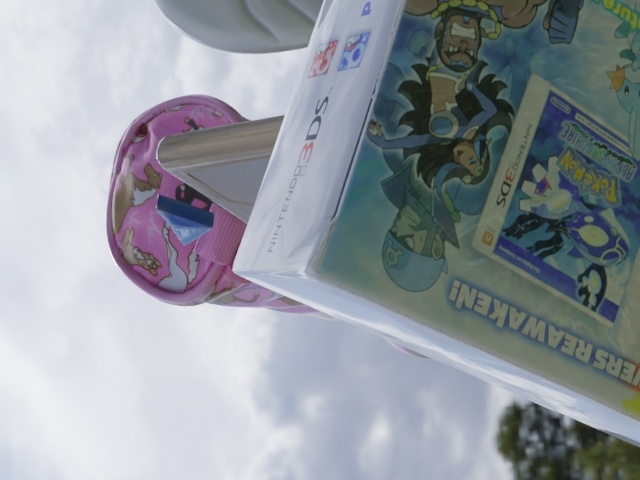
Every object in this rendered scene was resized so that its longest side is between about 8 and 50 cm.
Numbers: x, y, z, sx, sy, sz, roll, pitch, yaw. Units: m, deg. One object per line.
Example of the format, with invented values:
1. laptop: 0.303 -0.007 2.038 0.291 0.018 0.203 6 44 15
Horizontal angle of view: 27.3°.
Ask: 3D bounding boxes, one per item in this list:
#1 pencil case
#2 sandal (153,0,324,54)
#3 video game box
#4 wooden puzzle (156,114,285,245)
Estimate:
1. pencil case: 0.000 0.000 1.073 0.386 0.167 0.160 18 -111 -51
2. sandal: 0.076 -0.250 0.943 0.169 0.416 0.102 60 180 19
3. video game box: 0.093 -0.041 0.387 0.205 0.048 0.187 25 -106 -30
4. wooden puzzle: -0.006 -0.020 0.428 0.078 0.116 0.014 49 -138 -56
